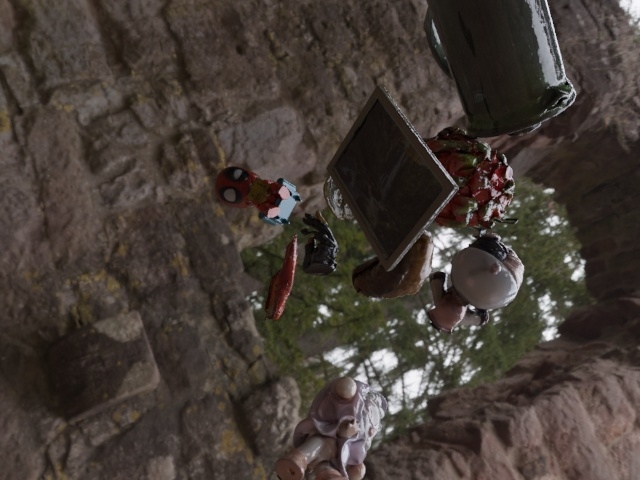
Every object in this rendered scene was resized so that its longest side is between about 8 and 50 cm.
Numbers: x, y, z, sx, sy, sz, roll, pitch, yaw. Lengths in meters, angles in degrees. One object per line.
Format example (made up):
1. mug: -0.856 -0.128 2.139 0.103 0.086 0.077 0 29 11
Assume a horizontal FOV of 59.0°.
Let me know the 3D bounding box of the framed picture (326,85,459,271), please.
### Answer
1. framed picture: 0.132 -0.132 1.169 0.240 0.020 0.324 -54 -134 35

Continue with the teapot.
1. teapot: 0.272 -0.338 0.946 0.270 0.200 0.337 20 -41 62

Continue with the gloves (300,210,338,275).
1. gloves: 0.002 -0.001 1.558 0.129 0.106 0.181 73 22 -64

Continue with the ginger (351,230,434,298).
1. ginger: 0.216 0.089 1.630 0.172 0.165 0.321 50 -47 6

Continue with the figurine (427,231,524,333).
1. figurine: 0.536 0.160 1.929 0.253 0.211 0.361 34 -51 -2

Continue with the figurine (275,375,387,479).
1. figurine: 0.026 0.335 0.980 0.133 0.276 0.200 -2 -76 23

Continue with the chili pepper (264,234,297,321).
1. chili pepper: -0.060 0.063 0.914 0.045 0.027 0.178 -121 -139 -53

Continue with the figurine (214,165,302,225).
1. figurine: -0.096 -0.070 0.821 0.140 0.075 0.068 25 -90 33

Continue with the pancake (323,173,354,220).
1. pancake: 0.069 -0.132 1.530 0.028 0.158 0.158 15 -61 55

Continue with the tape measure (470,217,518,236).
1. tape measure: 0.504 -0.092 1.676 0.104 0.179 0.107 56 -32 36

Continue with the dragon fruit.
1. dragon fruit: 0.326 -0.149 1.407 0.302 0.231 0.237 27 -6 9
